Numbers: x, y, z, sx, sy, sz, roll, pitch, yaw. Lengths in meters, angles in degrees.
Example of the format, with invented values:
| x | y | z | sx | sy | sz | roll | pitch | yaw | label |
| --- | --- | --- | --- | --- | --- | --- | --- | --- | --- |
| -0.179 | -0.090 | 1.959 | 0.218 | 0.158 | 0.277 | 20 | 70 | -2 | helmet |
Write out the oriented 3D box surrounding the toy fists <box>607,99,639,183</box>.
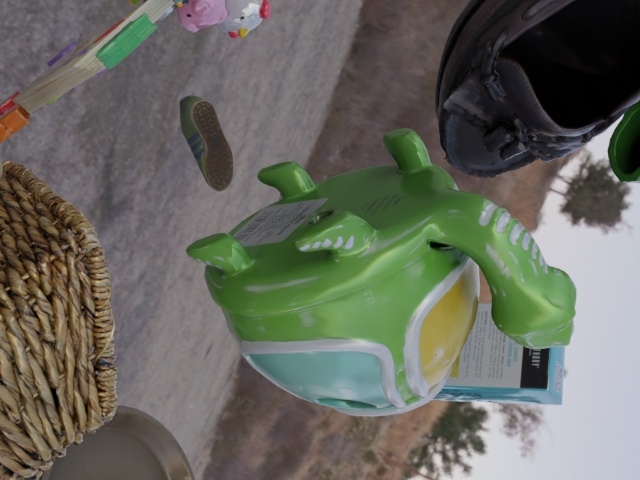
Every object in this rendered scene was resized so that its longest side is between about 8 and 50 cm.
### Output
| x | y | z | sx | sy | sz | roll | pitch | yaw | label |
| --- | --- | --- | --- | --- | --- | --- | --- | --- | --- |
| 0.427 | -0.167 | 0.860 | 0.096 | 0.142 | 0.279 | -110 | -148 | -43 | toy fists |

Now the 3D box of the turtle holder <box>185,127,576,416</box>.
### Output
| x | y | z | sx | sy | sz | roll | pitch | yaw | label |
| --- | --- | --- | --- | --- | --- | --- | --- | --- | --- |
| 0.060 | 0.036 | 0.776 | 0.243 | 0.320 | 0.227 | -82 | 151 | -66 | turtle holder |

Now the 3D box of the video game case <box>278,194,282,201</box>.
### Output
| x | y | z | sx | sy | sz | roll | pitch | yaw | label |
| --- | --- | --- | --- | --- | --- | --- | --- | --- | --- |
| 0.000 | 0.000 | 1.302 | 0.019 | 0.157 | 0.143 | 137 | -34 | -65 | video game case |

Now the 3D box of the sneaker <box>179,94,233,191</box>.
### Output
| x | y | z | sx | sy | sz | roll | pitch | yaw | label |
| --- | --- | --- | --- | --- | --- | --- | --- | --- | --- |
| -0.222 | -0.192 | 1.550 | 0.064 | 0.086 | 0.192 | -29 | 129 | -22 | sneaker |

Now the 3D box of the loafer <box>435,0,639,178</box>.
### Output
| x | y | z | sx | sy | sz | roll | pitch | yaw | label |
| --- | --- | --- | --- | --- | --- | --- | --- | --- | --- |
| 0.142 | -0.109 | 0.463 | 0.302 | 0.109 | 0.095 | 127 | -18 | -59 | loafer |

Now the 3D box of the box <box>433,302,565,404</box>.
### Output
| x | y | z | sx | sy | sz | roll | pitch | yaw | label |
| --- | --- | --- | --- | --- | --- | --- | --- | --- | --- |
| 0.150 | 0.128 | 0.930 | 0.060 | 0.244 | 0.100 | 43 | 51 | -50 | box |

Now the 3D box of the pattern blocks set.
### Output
| x | y | z | sx | sy | sz | roll | pitch | yaw | label |
| --- | --- | --- | --- | --- | --- | --- | --- | --- | --- |
| -0.236 | -0.192 | 0.839 | 0.285 | 0.026 | 0.325 | -49 | -154 | -22 | pattern blocks set |

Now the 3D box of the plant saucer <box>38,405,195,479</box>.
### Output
| x | y | z | sx | sy | sz | roll | pitch | yaw | label |
| --- | --- | --- | --- | --- | --- | --- | --- | --- | --- |
| -0.265 | 0.358 | 1.066 | 0.041 | 0.277 | 0.278 | -21 | -159 | 29 | plant saucer |

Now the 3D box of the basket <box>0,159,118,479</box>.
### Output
| x | y | z | sx | sy | sz | roll | pitch | yaw | label |
| --- | --- | --- | --- | --- | --- | --- | --- | --- | --- |
| -0.306 | 0.085 | 0.846 | 0.223 | 0.213 | 0.299 | -43 | -144 | -17 | basket |

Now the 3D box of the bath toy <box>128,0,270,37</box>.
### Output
| x | y | z | sx | sy | sz | roll | pitch | yaw | label |
| --- | --- | --- | --- | --- | --- | --- | --- | --- | --- |
| -0.209 | -0.416 | 1.345 | 0.348 | 0.129 | 0.151 | 8 | 104 | -58 | bath toy |

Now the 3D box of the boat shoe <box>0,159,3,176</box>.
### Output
| x | y | z | sx | sy | sz | roll | pitch | yaw | label |
| --- | --- | --- | --- | --- | --- | --- | --- | --- | --- |
| -0.206 | -0.031 | 0.354 | 0.135 | 0.045 | 0.050 | -23 | 138 | -43 | boat shoe |

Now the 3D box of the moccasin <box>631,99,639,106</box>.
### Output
| x | y | z | sx | sy | sz | roll | pitch | yaw | label |
| --- | --- | --- | --- | --- | --- | --- | --- | --- | --- |
| 0.550 | -0.280 | 1.391 | 0.147 | 0.380 | 0.139 | 136 | -25 | -76 | moccasin |
